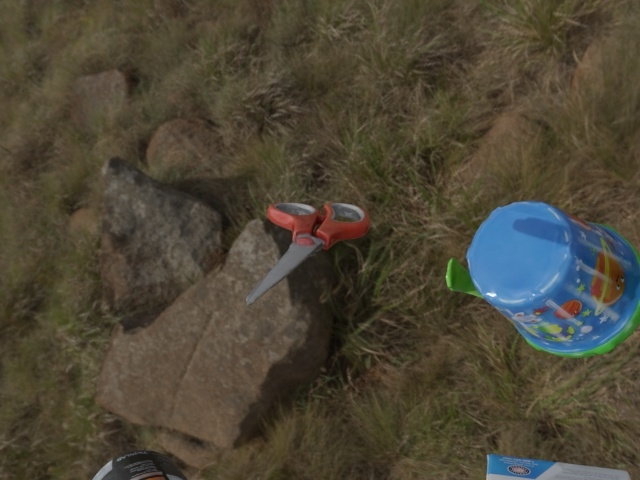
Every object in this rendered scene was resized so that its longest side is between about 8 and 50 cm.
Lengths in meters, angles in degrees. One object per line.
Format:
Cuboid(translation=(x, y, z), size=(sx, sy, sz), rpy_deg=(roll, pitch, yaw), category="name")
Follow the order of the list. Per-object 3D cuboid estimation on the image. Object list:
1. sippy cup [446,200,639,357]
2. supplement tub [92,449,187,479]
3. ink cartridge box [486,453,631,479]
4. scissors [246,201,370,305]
Cuboid(translation=(0.357, 0.050, 0.864), size=(0.305, 0.224, 0.240), rpy_deg=(-43, 43, 25), category="sippy cup")
Cuboid(translation=(-0.289, 0.508, 0.941), size=(0.316, 0.193, 0.194), rpy_deg=(5, 67, 60), category="supplement tub")
Cuboid(translation=(0.267, 0.381, 0.604), size=(0.171, 0.232, 0.169), rpy_deg=(1, 99, 19), category="ink cartridge box")
Cuboid(translation=(0.000, 0.000, 0.477), size=(0.297, 0.108, 0.021), rpy_deg=(-96, 11, -76), category="scissors")
